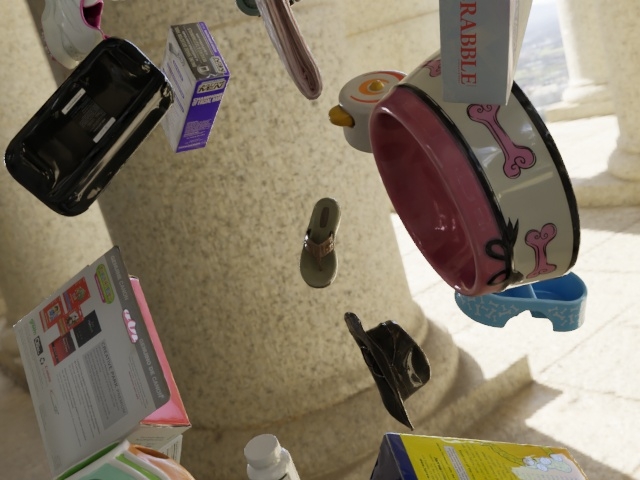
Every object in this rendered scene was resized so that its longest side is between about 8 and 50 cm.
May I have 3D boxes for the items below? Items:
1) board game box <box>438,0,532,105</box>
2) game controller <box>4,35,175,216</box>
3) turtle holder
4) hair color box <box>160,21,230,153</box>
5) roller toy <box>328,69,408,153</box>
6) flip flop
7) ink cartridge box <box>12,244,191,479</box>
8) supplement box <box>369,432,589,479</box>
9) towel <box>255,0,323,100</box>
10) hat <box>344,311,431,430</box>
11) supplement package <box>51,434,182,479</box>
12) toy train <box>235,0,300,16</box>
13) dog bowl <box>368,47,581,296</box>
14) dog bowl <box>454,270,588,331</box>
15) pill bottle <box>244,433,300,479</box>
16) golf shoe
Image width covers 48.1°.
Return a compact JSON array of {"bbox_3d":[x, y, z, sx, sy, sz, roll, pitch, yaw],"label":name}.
[{"bbox_3d":[0.169,-0.345,0.674,0.065,0.319,0.318,6,41,19],"label":"board game box"},{"bbox_3d":[-0.389,-0.200,1.238,0.067,0.166,0.319,-3,49,58],"label":"game controller"},{"bbox_3d":[-0.312,0.431,1.027,0.320,0.228,0.243,-28,2,12],"label":"turtle holder"},{"bbox_3d":[-0.363,-0.414,1.980,0.110,0.185,0.339,-18,-18,-27],"label":"hair color box"},{"bbox_3d":[0.140,-0.315,1.720,0.209,0.146,0.191,8,44,23],"label":"roller toy"},{"bbox_3d":[0.000,0.000,2.023,0.112,0.277,0.080,5,-19,15],"label":"flip flop"},{"bbox_3d":[-0.353,0.210,1.218,0.271,0.310,0.130,-36,-29,17],"label":"ink cartridge box"},{"bbox_3d":[0.267,0.466,1.191,0.356,0.194,0.195,9,23,-15],"label":"supplement box"},{"bbox_3d":[-0.089,-0.433,1.230,0.053,0.317,0.332,-22,33,1],"label":"towel"},{"bbox_3d":[0.190,0.300,1.793,0.133,0.331,0.331,-27,15,-10],"label":"hat"},{"bbox_3d":[-0.447,0.482,1.578,0.194,0.149,0.203,28,34,26],"label":"supplement package"},{"bbox_3d":[-0.135,-0.602,1.426,0.190,0.334,0.142,-30,27,10],"label":"toy train"},{"bbox_3d":[0.218,-0.090,1.130,0.150,0.408,0.408,-27,15,-8],"label":"dog bowl"},{"bbox_3d":[0.449,0.115,1.587,0.297,0.074,0.166,4,36,-4],"label":"dog bowl"},{"bbox_3d":[-0.110,0.543,1.667,0.107,0.180,0.108,-14,26,7],"label":"pill bottle"},{"bbox_3d":[-0.524,-0.521,1.506,0.140,0.306,0.115,-16,0,15],"label":"golf shoe"}]
